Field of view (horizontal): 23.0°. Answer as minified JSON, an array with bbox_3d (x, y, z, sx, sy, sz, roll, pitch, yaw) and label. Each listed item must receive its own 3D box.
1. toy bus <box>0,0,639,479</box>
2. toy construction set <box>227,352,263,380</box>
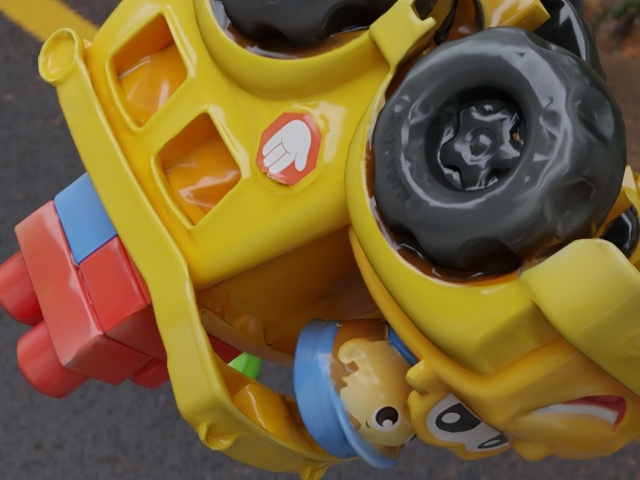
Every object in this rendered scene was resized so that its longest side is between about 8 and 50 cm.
[{"bbox_3d":[0.000,0.000,0.495,0.149,0.211,0.220,34,22,-54],"label":"toy bus"},{"bbox_3d":[-0.049,-0.047,0.906,0.215,0.328,0.151,19,23,-5],"label":"toy construction set"}]
